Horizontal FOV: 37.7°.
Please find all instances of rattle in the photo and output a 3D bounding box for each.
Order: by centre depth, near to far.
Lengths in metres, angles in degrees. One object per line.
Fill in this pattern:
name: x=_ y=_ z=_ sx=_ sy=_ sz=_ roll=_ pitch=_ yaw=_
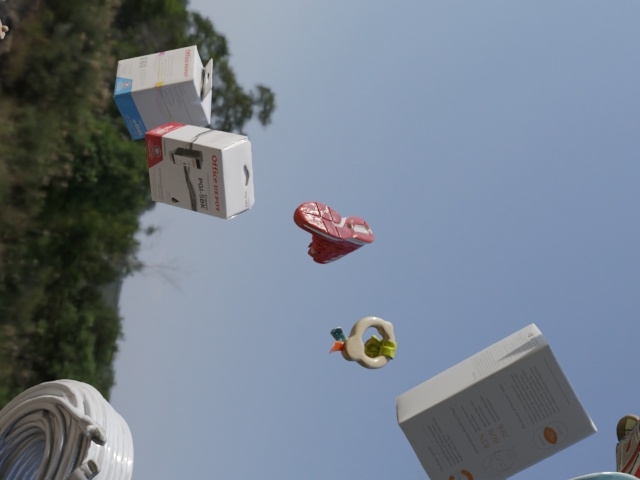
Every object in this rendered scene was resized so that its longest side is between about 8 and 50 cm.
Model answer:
rattle: x=0.071 y=0.245 z=2.245 sx=0.142 sy=0.199 sz=0.130 roll=17 pitch=-70 yaw=57

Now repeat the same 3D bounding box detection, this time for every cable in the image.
cable: x=-0.328 y=0.280 z=1.067 sx=0.257 sy=0.089 sz=0.257 roll=-48 pitch=-146 yaw=0

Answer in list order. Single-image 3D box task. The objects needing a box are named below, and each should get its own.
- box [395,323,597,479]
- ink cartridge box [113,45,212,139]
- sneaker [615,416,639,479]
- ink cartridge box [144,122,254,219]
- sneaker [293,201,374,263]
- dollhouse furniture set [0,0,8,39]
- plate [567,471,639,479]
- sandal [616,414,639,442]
box: x=0.357 y=0.362 z=1.955 sx=0.215 sy=0.345 sz=0.168 roll=60 pitch=7 yaw=-8
ink cartridge box: x=-0.229 y=-0.226 z=1.425 sx=0.090 sy=0.143 sz=0.092 roll=75 pitch=8 yaw=-46
sneaker: x=0.555 y=0.349 z=1.621 sx=0.092 sy=0.088 sz=0.225 roll=11 pitch=-100 yaw=61
ink cartridge box: x=-0.158 y=-0.092 z=1.222 sx=0.056 sy=0.135 sz=0.099 roll=-31 pitch=126 yaw=-48
sneaker: x=0.000 y=0.000 z=1.911 sx=0.128 sy=0.221 sz=0.087 roll=-39 pitch=-128 yaw=29
dollhouse furniture set: x=-0.536 y=-0.442 z=1.714 sx=0.144 sy=0.151 sz=0.123 roll=-123 pitch=-161 yaw=-64
plate: x=0.270 y=0.315 z=1.007 sx=0.024 sy=0.188 sz=0.188 roll=-110 pitch=-146 yaw=-46
sandal: x=0.672 y=0.431 z=1.974 sx=0.072 sy=0.049 sz=0.180 roll=16 pitch=-45 yaw=52
